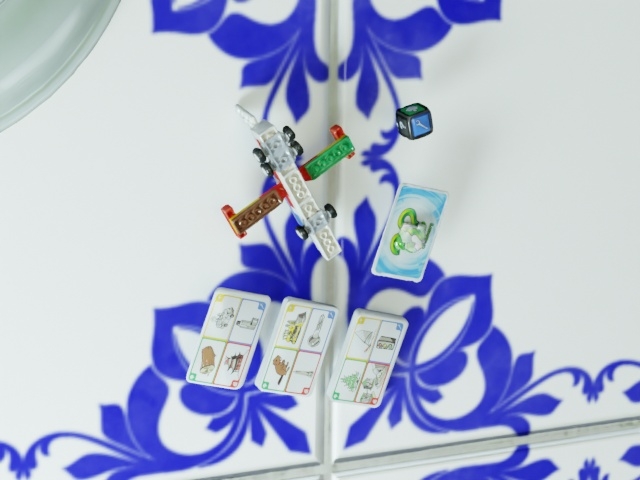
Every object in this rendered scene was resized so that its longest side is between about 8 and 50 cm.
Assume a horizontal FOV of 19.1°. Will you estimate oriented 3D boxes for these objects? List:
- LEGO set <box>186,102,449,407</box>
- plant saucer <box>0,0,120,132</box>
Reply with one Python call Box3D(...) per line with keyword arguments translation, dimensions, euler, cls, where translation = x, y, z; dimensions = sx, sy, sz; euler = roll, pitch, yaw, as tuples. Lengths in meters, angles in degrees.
Box3D(translation=(0.000, 0.000, 1.458), dimensions=(0.182, 0.060, 0.244), euler=(10, 104, -33), cls="LEGO set")
Box3D(translation=(-0.288, -0.235, 1.223), dimensions=(0.400, 0.100, 0.400), euler=(-6, 104, -24), cls="plant saucer")
